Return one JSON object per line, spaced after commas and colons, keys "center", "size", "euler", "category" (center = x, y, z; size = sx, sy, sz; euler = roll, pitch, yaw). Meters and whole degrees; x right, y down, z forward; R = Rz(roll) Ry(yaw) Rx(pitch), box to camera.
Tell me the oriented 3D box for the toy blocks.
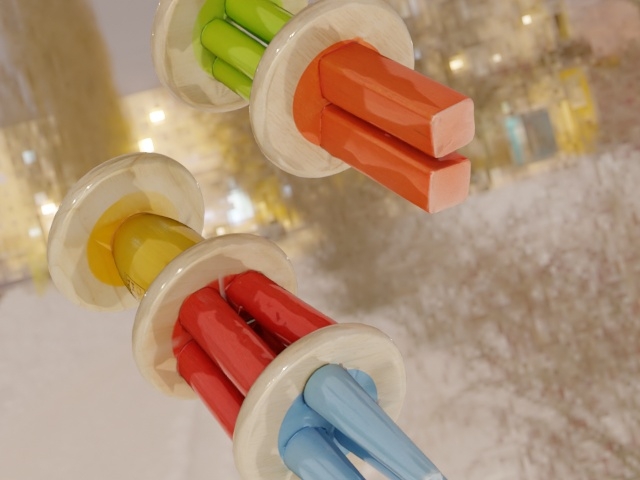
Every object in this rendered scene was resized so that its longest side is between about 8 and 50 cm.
{"center": [0.000, 0.000, 0.399], "size": [0.054, 0.123, 0.148], "euler": [16, 16, -46], "category": "toy blocks"}
